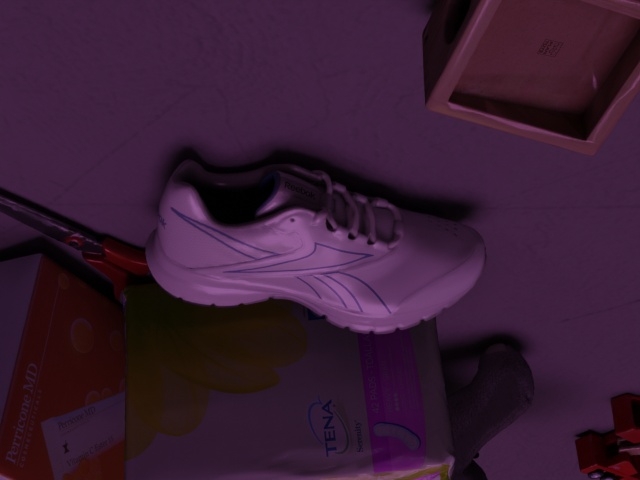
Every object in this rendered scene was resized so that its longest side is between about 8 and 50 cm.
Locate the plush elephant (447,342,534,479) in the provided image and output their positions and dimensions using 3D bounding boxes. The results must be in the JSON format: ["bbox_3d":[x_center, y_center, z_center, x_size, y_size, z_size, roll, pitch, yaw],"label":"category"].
[{"bbox_3d":[0.091,0.285,1.358,0.330,0.255,0.272,-29,105,-13],"label":"plush elephant"}]

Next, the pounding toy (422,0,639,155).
[{"bbox_3d":[0.136,-0.177,0.763,0.181,0.094,0.206,14,136,-12],"label":"pounding toy"}]

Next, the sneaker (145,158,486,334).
[{"bbox_3d":[0.000,0.000,1.022,0.297,0.111,0.129,3,141,-7],"label":"sneaker"}]

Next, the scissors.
[{"bbox_3d":[-0.205,0.000,1.103,0.109,0.021,0.297,-15,144,26],"label":"scissors"}]

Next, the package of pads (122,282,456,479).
[{"bbox_3d":[-0.032,0.144,1.106,0.296,0.229,0.101,-6,147,1],"label":"package of pads"}]

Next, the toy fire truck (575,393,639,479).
[{"bbox_3d":[0.389,0.253,1.463,0.192,0.047,0.135,24,139,-33],"label":"toy fire truck"}]

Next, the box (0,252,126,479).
[{"bbox_3d":[-0.249,0.193,1.206,0.168,0.215,0.345,-11,147,29],"label":"box"}]
